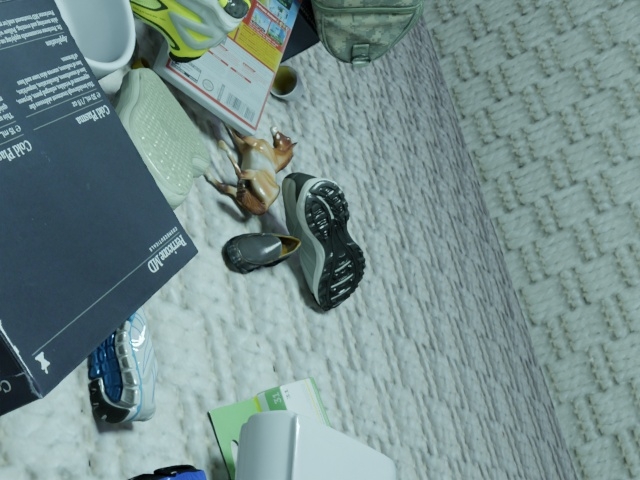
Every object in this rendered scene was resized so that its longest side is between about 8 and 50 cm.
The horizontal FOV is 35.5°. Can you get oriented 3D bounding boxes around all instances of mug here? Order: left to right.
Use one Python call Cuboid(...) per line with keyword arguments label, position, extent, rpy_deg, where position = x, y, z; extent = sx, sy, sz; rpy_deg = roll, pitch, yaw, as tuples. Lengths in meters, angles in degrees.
Cuboid(label="mug", position=(-0.064, -0.306, 1.941), extent=(0.064, 0.062, 0.078), rpy_deg=(27, 49, -69))

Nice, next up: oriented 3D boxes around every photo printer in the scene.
Cuboid(label="photo printer", position=(-0.007, 0.388, 1.212), extent=(0.256, 0.107, 0.307), rpy_deg=(37, 48, -45))

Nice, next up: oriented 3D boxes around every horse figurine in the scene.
Cuboid(label="horse figurine", position=(-0.114, -0.121, 1.624), extent=(0.174, 0.066, 0.263), rpy_deg=(43, 28, -32))

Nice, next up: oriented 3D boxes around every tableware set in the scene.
Cuboid(label="tableware set", position=(-0.300, -0.295, 1.432), extent=(0.154, 0.024, 0.104), rpy_deg=(42, 31, -45))

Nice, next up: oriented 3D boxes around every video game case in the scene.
Cuboid(label="video game case", position=(-0.136, -0.336, 1.574), extent=(0.204, 0.025, 0.285), rpy_deg=(34, 66, -39))

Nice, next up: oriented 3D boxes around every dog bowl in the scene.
Cuboid(label="dog bowl", position=(-0.350, -0.306, 1.220), extent=(0.265, 0.104, 0.264), rpy_deg=(48, 28, -36))

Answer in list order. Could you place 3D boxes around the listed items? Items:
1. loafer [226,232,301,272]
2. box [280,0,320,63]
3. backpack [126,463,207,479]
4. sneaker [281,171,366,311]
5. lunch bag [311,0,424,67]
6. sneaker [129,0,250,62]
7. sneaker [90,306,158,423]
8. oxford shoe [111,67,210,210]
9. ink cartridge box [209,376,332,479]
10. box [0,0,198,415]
Cuboid(label="loafer", position=(-0.088, 0.010, 1.545), extent=(0.062, 0.061, 0.170), rpy_deg=(68, 22, 3))
Cuboid(label="box", position=(-0.146, -0.499, 1.791), extent=(0.296, 0.183, 0.294), rpy_deg=(47, 30, -38))
Cuboid(label="backpack", position=(-0.167, 0.287, 1.038), extent=(0.120, 0.098, 0.101), rpy_deg=(20, 57, -78))
Cuboid(label="sneaker", position=(0.000, 0.000, 1.663), extent=(0.108, 0.100, 0.271), rpy_deg=(32, -36, 45))
Cuboid(label="lunch bag", position=(0.059, -0.487, 1.726), extent=(0.256, 0.213, 0.305), rpy_deg=(112, -29, -61))
Cuboid(label="sneaker", position=(-0.286, -0.397, 1.387), extent=(0.385, 0.147, 0.145), rpy_deg=(41, 28, -3))
Cuboid(label="sneaker", position=(-0.221, 0.119, 1.138), extent=(0.083, 0.071, 0.190), rpy_deg=(37, 43, -61))
Cuboid(label="oxford shoe", position=(-0.234, -0.115, 1.279), extent=(0.169, 0.130, 0.449), rpy_deg=(53, 10, -15))
Cuboid(label="ink cartridge box", position=(-0.048, 0.285, 1.364), extent=(0.235, 0.056, 0.171), rpy_deg=(4, 64, -68))
Cuboid(label="box", position=(-0.315, -0.031, 0.914), extent=(0.312, 0.179, 0.343), rpy_deg=(61, 22, -9))
